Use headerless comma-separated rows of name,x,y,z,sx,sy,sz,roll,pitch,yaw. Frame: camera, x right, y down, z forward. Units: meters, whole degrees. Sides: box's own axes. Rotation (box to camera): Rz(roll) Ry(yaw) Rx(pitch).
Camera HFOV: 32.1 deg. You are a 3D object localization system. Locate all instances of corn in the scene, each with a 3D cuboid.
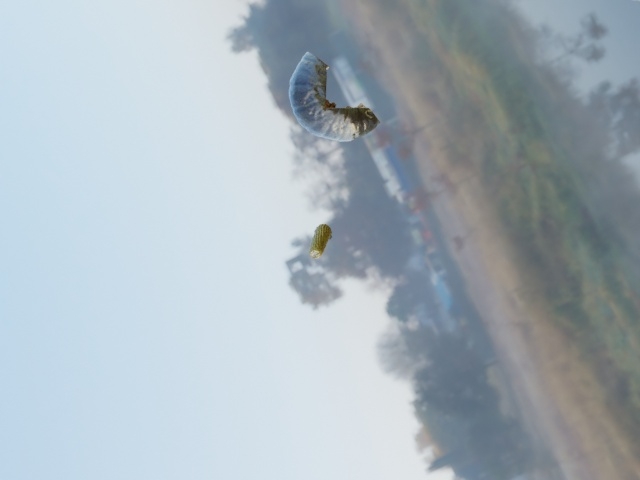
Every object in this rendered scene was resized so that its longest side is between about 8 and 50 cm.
corn,0.000,0.000,1.777,0.028,0.027,0.083,57,-151,-24

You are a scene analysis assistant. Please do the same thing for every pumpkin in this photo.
pumpkin,0.010,-0.240,2.002,0.183,0.107,0.119,42,174,-9
